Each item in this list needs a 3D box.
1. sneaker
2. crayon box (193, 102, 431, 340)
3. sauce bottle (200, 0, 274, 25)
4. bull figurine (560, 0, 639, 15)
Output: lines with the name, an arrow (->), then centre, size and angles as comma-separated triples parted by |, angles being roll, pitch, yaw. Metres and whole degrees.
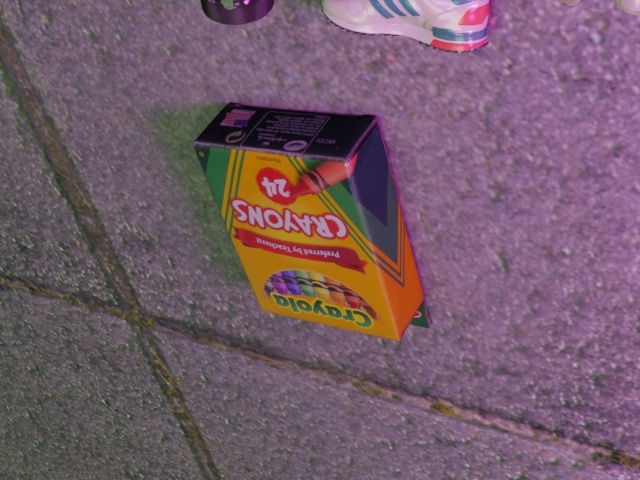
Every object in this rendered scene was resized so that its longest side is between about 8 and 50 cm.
sneaker -> 0.077, -0.219, 0.913 | 0.161, 0.057, 0.075 | 18, 124, 24
crayon box -> 0.000, 0.000, 1.187 | 0.202, 0.081, 0.318 | 9, 137, 31
sauce bottle -> -0.086, -0.338, 0.850 | 0.111, 0.111, 0.344 | 18, 140, 22
bull figurine -> 0.208, -0.238, 0.637 | 0.101, 0.188, 0.310 | 45, 158, 15
